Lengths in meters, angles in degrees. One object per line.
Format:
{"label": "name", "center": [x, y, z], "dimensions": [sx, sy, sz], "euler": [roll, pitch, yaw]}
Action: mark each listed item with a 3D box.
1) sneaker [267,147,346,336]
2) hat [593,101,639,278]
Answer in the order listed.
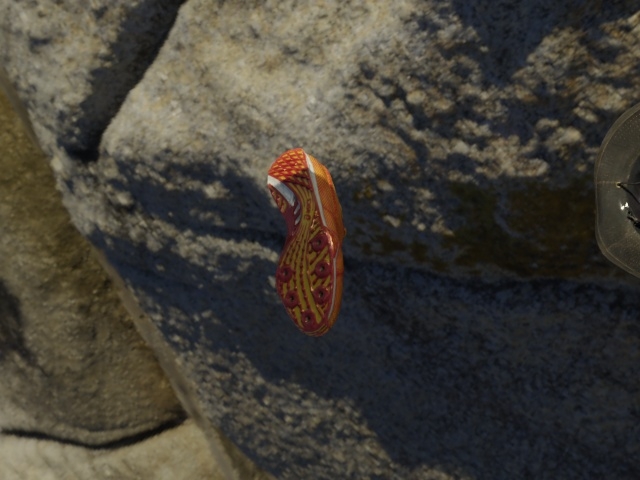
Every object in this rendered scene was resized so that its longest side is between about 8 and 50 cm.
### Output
{"label": "sneaker", "center": [0.000, 0.000, 0.642], "dimensions": [0.064, 0.175, 0.067], "euler": [-25, 142, 29]}
{"label": "hat", "center": [0.621, -0.082, 1.296], "dimensions": [0.331, 0.134, 0.331], "euler": [-16, 70, 52]}
